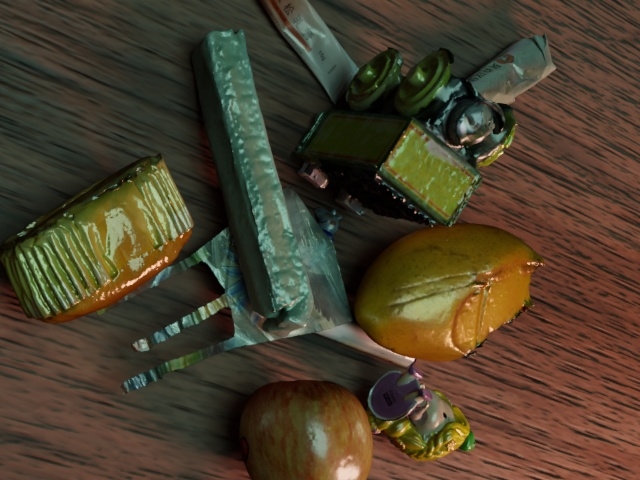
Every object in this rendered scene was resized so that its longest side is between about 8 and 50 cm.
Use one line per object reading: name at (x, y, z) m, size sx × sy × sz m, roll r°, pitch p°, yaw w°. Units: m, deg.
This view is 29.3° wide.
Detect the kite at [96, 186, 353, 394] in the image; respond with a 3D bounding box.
kite at (-0.103, 0.049, 1.318) m, size 0.310 × 0.015 × 0.169 m, roll -18°, pitch 87°, yaw -37°

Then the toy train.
toy train at (0.097, -0.113, 1.364) m, size 0.134 × 0.261 × 0.177 m, roll 36°, pitch 81°, yaw -25°

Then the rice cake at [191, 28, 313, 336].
rice cake at (-0.074, -0.061, 1.321) m, size 0.063 × 0.066 × 0.336 m, roll -9°, pitch 81°, yaw -25°

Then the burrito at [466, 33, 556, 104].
burrito at (0.228, -0.199, 1.571) m, size 0.203 × 0.064 × 0.064 m, roll -38°, pitch 107°, yaw -32°

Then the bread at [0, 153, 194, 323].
bread at (-0.218, 0.003, 1.210) m, size 0.190 × 0.132 × 0.114 m, roll -31°, pitch 103°, yaw -28°

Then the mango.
mango at (0.142, 0.060, 1.451) m, size 0.252 × 0.126 × 0.154 m, roll -16°, pitch 97°, yaw -33°

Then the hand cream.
hand cream at (-0.030, -0.255, 1.420) m, size 0.052 × 0.038 × 0.216 m, roll -41°, pitch 115°, yaw 0°

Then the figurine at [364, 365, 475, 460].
figurine at (0.108, 0.222, 1.453) m, size 0.156 × 0.115 × 0.095 m, roll 38°, pitch 31°, yaw -46°

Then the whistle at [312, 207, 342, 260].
whistle at (0.000, 0.000, 1.420) m, size 0.033 × 0.029 × 0.083 m, roll 15°, pitch 69°, yaw 5°

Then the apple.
apple at (-0.015, 0.219, 1.321) m, size 0.146 × 0.146 × 0.131 m, roll 8°, pitch 71°, yaw -33°

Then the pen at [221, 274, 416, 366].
pen at (0.004, 0.095, 1.413) m, size 0.269 × 0.033 × 0.033 m, roll 23°, pitch 74°, yaw -31°
